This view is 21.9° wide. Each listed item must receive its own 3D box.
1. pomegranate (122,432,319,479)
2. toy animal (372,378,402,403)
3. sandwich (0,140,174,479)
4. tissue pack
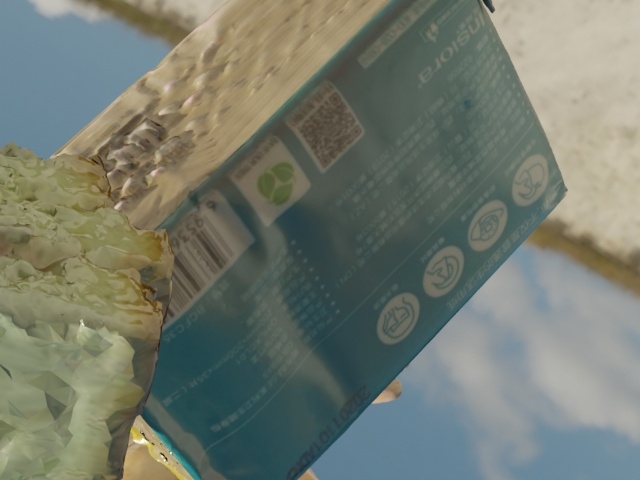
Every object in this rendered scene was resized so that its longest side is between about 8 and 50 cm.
[{"bbox_3d":[-0.146,0.388,1.692,0.411,0.411,0.411,29,-162,-10],"label":"pomegranate"},{"bbox_3d":[-0.007,0.004,1.254,0.154,0.166,0.250,6,-117,-5],"label":"toy animal"},{"bbox_3d":[-0.236,0.088,0.612,0.325,0.262,0.131,7,-152,-23],"label":"sandwich"},{"bbox_3d":[-0.019,-0.016,0.854,0.134,0.271,0.192,31,158,44],"label":"tissue pack"}]
